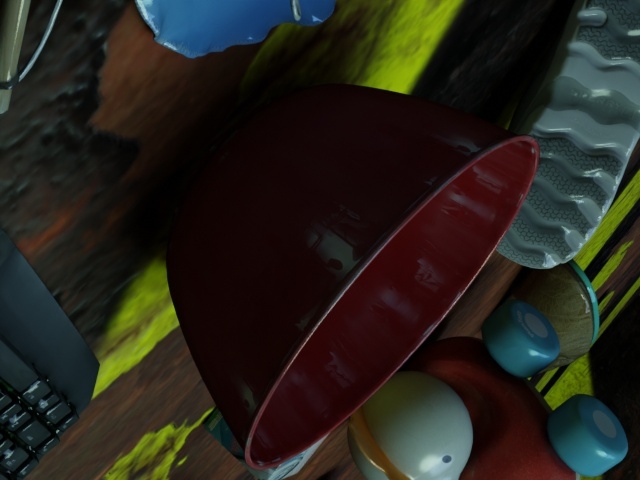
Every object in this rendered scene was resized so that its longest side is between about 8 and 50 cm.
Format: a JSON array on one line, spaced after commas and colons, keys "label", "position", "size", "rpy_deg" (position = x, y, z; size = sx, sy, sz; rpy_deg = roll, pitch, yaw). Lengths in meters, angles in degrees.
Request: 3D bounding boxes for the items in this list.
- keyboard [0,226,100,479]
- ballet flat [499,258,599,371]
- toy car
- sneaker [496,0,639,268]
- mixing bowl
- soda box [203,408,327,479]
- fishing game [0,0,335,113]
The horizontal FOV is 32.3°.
[{"label": "keyboard", "position": [-0.170, 0.068, 0.336], "size": [0.201, 0.033, 0.317], "rpy_deg": [-44, 161, -14]}, {"label": "ballet flat", "position": [0.256, 0.108, 1.333], "size": [0.124, 0.116, 0.342], "rpy_deg": [-29, 165, 1]}, {"label": "toy car", "position": [0.111, 0.192, 1.012], "size": [0.238, 0.210, 0.219], "rpy_deg": [-2, 144, -50]}, {"label": "sneaker", "position": [0.188, -0.121, 0.737], "size": [0.281, 0.105, 0.115], "rpy_deg": [-55, -170, 14]}, {"label": "mixing bowl", "position": [0.000, 0.000, 0.483], "size": [0.181, 0.098, 0.181], "rpy_deg": [-42, 160, -19]}, {"label": "soda box", "position": [0.009, 0.068, 0.710], "size": [0.183, 0.058, 0.063], "rpy_deg": [-53, 162, 9]}, {"label": "fishing game", "position": [0.015, -0.130, 0.353], "size": [0.264, 0.041, 0.189], "rpy_deg": [-28, 156, -48]}]
